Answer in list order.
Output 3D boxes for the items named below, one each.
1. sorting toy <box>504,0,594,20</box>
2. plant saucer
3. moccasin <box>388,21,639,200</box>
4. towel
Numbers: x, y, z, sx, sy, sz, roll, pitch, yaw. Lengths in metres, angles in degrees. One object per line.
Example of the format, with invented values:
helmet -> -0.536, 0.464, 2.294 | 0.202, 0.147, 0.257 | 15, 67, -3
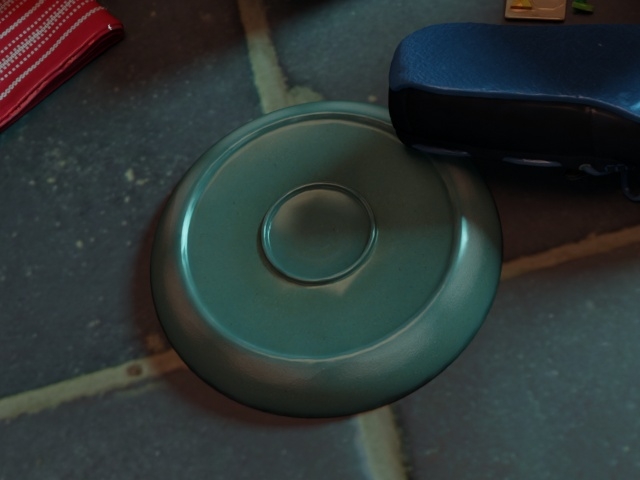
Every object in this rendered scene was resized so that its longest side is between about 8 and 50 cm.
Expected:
sorting toy -> 0.221, -0.236, 1.335 | 0.083, 0.012, 0.062 | 4, 62, 12
plant saucer -> 0.000, 0.000, 1.226 | 0.318, 0.043, 0.317 | -4, 60, 8
moccasin -> 0.229, -0.117, 1.207 | 0.342, 0.117, 0.137 | 10, 53, 3
towel -> -0.352, -0.227, 1.417 | 0.199, 0.031, 0.275 | -42, 63, -15
